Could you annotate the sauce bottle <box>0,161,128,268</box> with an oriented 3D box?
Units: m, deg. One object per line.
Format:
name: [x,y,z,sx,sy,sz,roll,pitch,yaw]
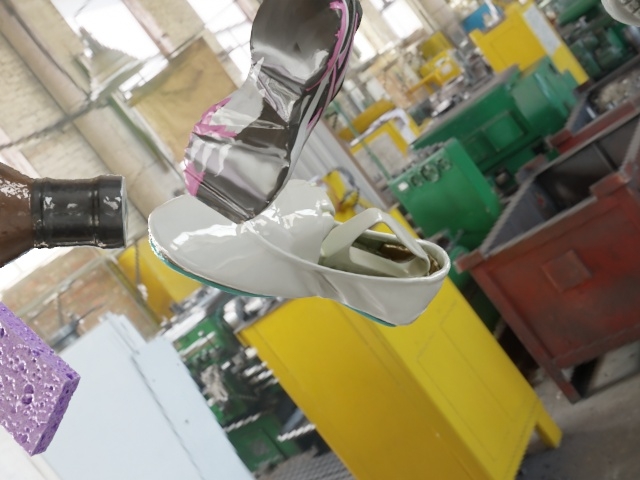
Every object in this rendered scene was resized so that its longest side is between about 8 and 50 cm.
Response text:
sauce bottle: [-0.350,-0.023,0.727,0.345,0.111,0.111,-3,0,-10]

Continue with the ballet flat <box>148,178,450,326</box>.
ballet flat: [0.000,0.000,0.917,0.400,0.139,0.139,19,-40,-41]

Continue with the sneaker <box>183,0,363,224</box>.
sneaker: [-0.021,-0.087,0.527,0.178,0.072,0.077,-53,-9,32]

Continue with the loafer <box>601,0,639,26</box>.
loafer: [0.279,-0.258,0.559,0.251,0.094,0.087,-49,35,11]

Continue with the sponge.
sponge: [-0.394,0.156,1.017,0.031,0.210,0.117,-4,-54,-62]
